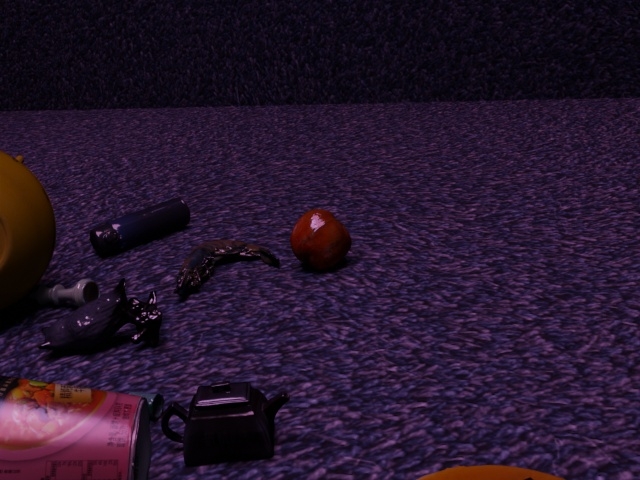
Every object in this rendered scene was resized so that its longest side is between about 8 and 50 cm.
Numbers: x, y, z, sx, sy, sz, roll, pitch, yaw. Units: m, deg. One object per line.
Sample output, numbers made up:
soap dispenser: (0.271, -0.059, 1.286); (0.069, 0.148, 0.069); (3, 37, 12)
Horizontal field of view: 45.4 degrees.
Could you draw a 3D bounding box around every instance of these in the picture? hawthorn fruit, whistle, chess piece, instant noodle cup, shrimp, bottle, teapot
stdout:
hawthorn fruit: (0.000, 0.000, 1.560); (0.128, 0.128, 0.128); (-5, 22, 2)
whistle: (-0.325, 0.240, 1.135); (0.186, 0.039, 0.039); (0, 22, 14)
chess piece: (-0.506, 0.106, 1.495); (0.149, 0.059, 0.059); (-3, 21, 23)
instant noodle cup: (-0.331, 0.258, 0.876); (0.254, 0.244, 0.244); (2, 21, -6)
shrimp: (-0.188, 0.051, 1.559); (0.198, 0.051, 0.262); (1, 20, 13)
bottle: (-0.419, -0.033, 1.786); (0.244, 0.072, 0.082); (-24, 11, -38)
teapot: (-0.127, 0.233, 1.028); (0.177, 0.096, 0.087); (-6, 22, 0)

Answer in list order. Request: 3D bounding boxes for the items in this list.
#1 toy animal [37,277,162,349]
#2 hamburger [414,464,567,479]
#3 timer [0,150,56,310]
toy animal: (-0.381, 0.132, 1.315); (0.210, 0.117, 0.121); (-9, 29, -16)
hamburger: (0.148, 0.325, 0.625); (0.300, 0.176, 0.300); (0, 24, 0)
timer: (-0.699, -0.021, 1.488); (0.376, 0.376, 0.387); (-14, 11, -22)
